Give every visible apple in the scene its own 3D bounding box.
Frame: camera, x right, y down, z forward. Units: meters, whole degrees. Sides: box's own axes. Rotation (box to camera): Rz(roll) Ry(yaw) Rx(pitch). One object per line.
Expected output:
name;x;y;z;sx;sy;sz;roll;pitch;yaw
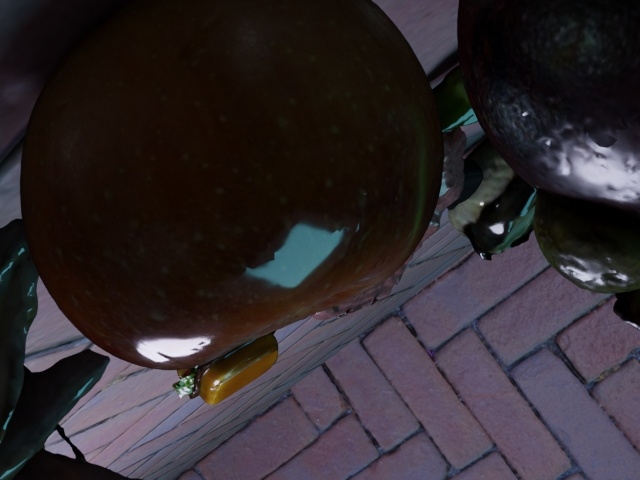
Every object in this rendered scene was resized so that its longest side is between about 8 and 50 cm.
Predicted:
apple;-0.042;-0.036;0.412;0.201;0.162;0.201;-25;174;-3

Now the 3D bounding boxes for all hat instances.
hat;0.031;-0.011;0.868;0.286;0.107;0.236;-22;135;-53

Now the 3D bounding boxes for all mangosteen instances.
mangosteen;0.217;-0.106;0.512;0.300;0.300;0.300;-34;169;-7

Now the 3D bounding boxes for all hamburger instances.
hamburger;-0.123;0.140;1.087;0.137;0.087;0.166;-30;167;-25

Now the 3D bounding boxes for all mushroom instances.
mushroom;0.291;-0.091;1.304;0.247;0.130;0.344;-57;163;20

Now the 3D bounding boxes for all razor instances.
razor;0.145;-0.060;1.132;0.148;0.054;0.090;-28;167;-40

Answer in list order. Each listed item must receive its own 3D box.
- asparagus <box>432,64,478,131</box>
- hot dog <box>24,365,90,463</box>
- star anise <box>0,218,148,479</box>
asparagus;0.210;-0.184;0.760;0.287;0.080;0.080;-39;169;14
hot dog;-0.253;0.160;0.604;0.194;0.107;0.326;16;119;-25
star anise;-0.239;0.144;0.458;0.293;0.109;0.349;-23;130;-10
